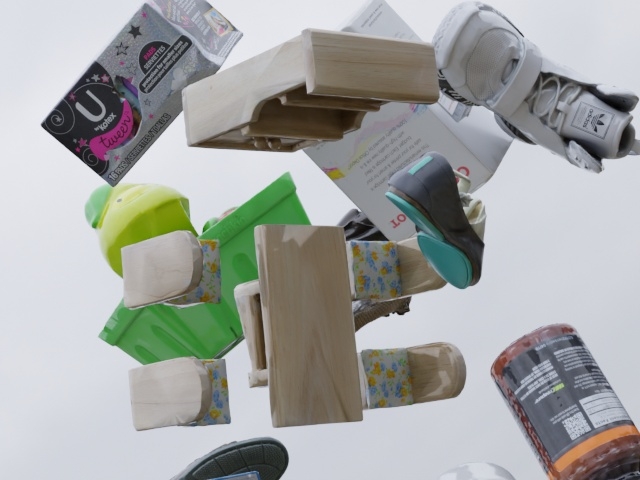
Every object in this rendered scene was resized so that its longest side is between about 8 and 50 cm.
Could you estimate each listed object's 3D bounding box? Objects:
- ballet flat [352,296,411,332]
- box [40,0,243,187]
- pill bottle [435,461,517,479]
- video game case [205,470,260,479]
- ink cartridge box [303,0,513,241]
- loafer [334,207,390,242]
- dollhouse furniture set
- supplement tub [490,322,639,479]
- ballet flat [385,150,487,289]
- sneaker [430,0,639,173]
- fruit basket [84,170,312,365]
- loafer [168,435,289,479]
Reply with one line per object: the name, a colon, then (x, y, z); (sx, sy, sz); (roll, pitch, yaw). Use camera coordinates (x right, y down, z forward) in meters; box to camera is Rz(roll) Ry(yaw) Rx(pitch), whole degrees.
ballet flat: (0.045, 0.105, 1.924); (0.084, 0.058, 0.250); (-13, 12, 39)
box: (-0.250, -0.226, 2.097); (0.247, 0.142, 0.163); (-46, 10, 25)
pill bottle: (0.163, 0.291, 1.300); (0.121, 0.221, 0.121); (-5, -65, -11)
video game case: (-0.096, 0.344, 1.659); (0.119, 0.166, 0.015); (-3, -22, -40)
ink cartridge box: (0.099, -0.176, 2.237); (0.226, 0.306, 0.131); (-37, 12, 40)
loafer: (0.053, -0.004, 2.400); (0.220, 0.078, 0.080); (-22, -38, -23)
dollhouse furniture set: (0.000, 0.000, 1.632); (0.362, 0.394, 0.256); (1, -11, -38)
supplement tub: (0.259, 0.189, 1.524); (0.106, 0.198, 0.106); (-21, -28, -12)
ballet flat: (0.117, -0.021, 1.347); (0.074, 0.074, 0.203); (-36, -32, 2)
sneaker: (0.304, -0.204, 2.042); (0.366, 0.210, 0.137); (28, -91, -54)
fruit basket: (-0.228, 0.013, 2.472); (0.392, 0.392, 0.283); (-23, -13, -31)
loafer: (-0.173, 0.344, 2.082); (0.267, 0.096, 0.084); (-30, 18, -11)
